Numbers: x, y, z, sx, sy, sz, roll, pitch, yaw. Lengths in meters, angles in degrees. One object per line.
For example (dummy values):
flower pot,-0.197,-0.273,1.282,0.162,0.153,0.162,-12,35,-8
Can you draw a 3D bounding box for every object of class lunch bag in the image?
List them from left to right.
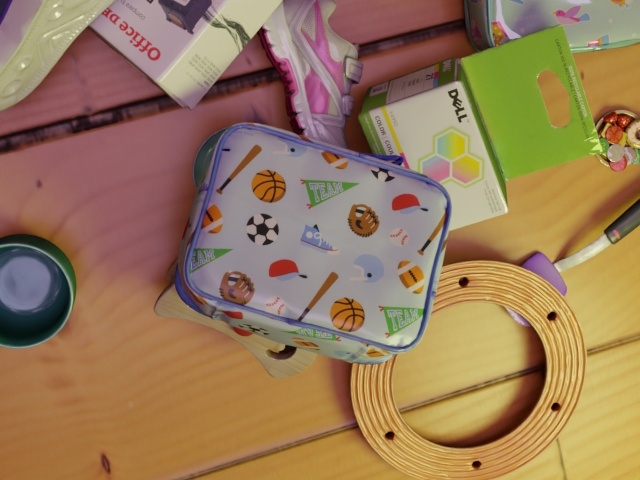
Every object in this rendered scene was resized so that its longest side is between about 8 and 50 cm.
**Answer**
lunch bag,0.000,0.000,1.067,0.303,0.115,0.243,17,71,-10
lunch bag,0.321,-0.350,1.180,0.279,0.108,0.224,-10,100,-9

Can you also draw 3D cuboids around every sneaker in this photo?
sneaker,-0.343,-0.321,0.995,0.323,0.130,0.236,-44,82,21
sneaker,0.007,-0.195,1.152,0.111,0.103,0.252,-21,104,-5

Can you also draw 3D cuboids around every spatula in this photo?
spatula,0.378,0.010,1.292,0.296,0.030,0.084,-37,105,3

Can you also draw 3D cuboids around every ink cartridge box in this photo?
ink cartridge box,-0.151,-0.299,1.070,0.172,0.100,0.237,41,92,18
ink cartridge box,0.200,-0.131,1.144,0.255,0.097,0.188,-17,114,19

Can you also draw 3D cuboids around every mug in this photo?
mug,-0.374,0.049,1.128,0.158,0.097,0.129,38,92,-14

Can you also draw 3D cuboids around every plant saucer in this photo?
plant saucer,-0.105,-0.088,1.192,0.119,0.021,0.119,-2,100,-11

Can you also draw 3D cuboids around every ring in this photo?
ring,0.204,0.184,1.284,0.337,0.032,0.336,-2,105,-8

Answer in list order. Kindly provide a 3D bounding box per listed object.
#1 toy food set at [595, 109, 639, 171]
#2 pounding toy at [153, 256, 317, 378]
toy food set,0.414,-0.138,1.282,0.083,0.020,0.082,26,95,-15
pounding toy,-0.066,0.067,1.205,0.270,0.155,0.154,15,126,-4
